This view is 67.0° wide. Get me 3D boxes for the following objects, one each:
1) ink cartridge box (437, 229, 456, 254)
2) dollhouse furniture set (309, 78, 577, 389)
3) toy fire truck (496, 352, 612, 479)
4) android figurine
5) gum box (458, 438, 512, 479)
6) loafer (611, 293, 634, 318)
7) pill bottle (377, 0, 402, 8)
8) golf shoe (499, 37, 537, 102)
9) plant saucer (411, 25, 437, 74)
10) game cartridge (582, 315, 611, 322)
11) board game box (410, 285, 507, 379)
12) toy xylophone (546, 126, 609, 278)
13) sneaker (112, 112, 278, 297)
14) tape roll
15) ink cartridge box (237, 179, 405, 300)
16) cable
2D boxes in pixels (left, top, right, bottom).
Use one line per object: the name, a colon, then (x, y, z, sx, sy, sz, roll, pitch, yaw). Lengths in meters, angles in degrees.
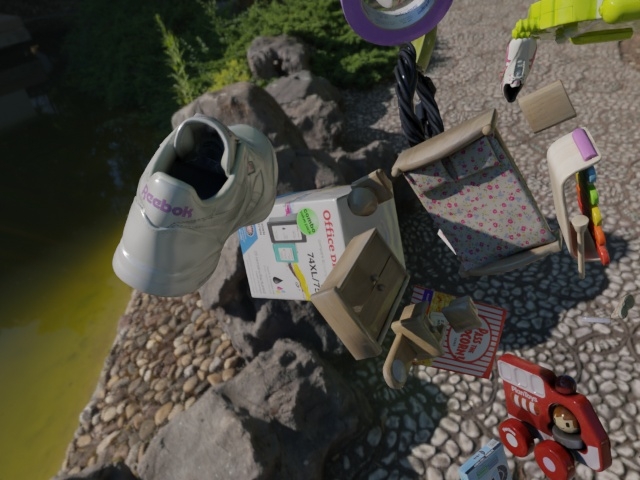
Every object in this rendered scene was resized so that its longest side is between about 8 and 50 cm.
ink cartridge box: (0.552, -0.061, 1.881, 0.082, 0.190, 0.139, -7, 42, -25)
dollhouse furniture set: (0.186, 0.033, 0.614, 0.356, 0.303, 0.173, -24, 19, 38)
toy fire truck: (0.596, 0.449, 1.259, 0.170, 0.253, 0.302, -19, 12, -21)
android figurine: (0.427, -0.329, 0.703, 0.273, 0.056, 0.248, -2, 13, 15)
gum box: (0.501, 0.720, 1.453, 0.157, 0.184, 0.041, -27, 17, -25)
loafer: (1.002, 0.219, 1.605, 0.125, 0.045, 0.039, -33, 2, -36)
pill bottle: (0.271, -0.797, 1.348, 0.283, 0.160, 0.160, -35, 40, -1)
golf shoe: (0.474, -0.411, 1.150, 0.068, 0.186, 0.085, -1, 66, 10)
plant saucer: (0.277, -0.521, 1.355, 0.037, 0.240, 0.240, 14, 38, -3)
game cartridge: (0.930, 0.266, 1.627, 0.083, 0.017, 0.056, -2, 0, 32)
board game box: (0.262, 0.183, 0.960, 0.194, 0.146, 0.045, 15, -1, -16)
toy xylophone: (0.555, -0.061, 1.025, 0.081, 0.322, 0.236, -15, 50, 21)
sneaker: (-0.101, -0.073, 0.518, 0.114, 0.152, 0.305, 23, 35, -4)
tape roll: (0.180, -0.611, 1.146, 0.275, 0.274, 0.090, -8, 54, 1)
ink cartridge box: (0.000, 0.000, 0.986, 0.270, 0.198, 0.197, -3, 13, 39)
cable: (0.151, -0.213, 0.732, 0.047, 0.150, 0.184, -9, 44, 24)
